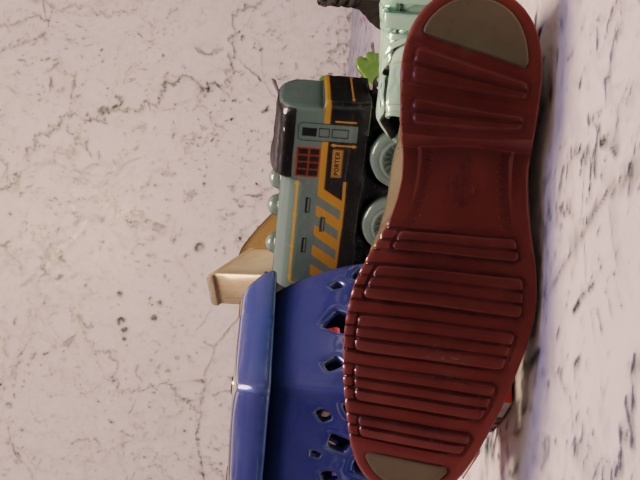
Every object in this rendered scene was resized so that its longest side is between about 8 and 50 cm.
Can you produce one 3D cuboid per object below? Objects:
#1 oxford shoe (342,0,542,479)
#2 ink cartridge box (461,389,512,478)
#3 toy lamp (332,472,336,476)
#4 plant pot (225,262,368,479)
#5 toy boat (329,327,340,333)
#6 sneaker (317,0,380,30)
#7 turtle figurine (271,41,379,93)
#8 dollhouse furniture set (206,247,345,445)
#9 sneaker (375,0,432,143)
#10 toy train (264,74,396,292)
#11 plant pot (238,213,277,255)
[{"bbox_3d":[0.096,0.006,0.799,0.130,0.123,0.348,28,-106,-82],"label":"oxford shoe"},{"bbox_3d":[0.121,0.112,0.821,0.063,0.029,0.115,100,173,-60],"label":"ink cartridge box"},{"bbox_3d":[0.040,0.315,1.759,0.275,0.080,0.080,-93,8,-72],"label":"toy lamp"},{"bbox_3d":[0.006,0.174,1.258,0.236,0.212,0.236,-89,4,-53],"label":"plant pot"},{"bbox_3d":[-0.004,0.187,1.921,0.151,0.151,0.231,-111,20,-44],"label":"toy boat"},{"bbox_3d":[0.063,-0.405,1.790,0.296,0.146,0.105,121,152,-87],"label":"sneaker"},{"bbox_3d":[0.021,-0.260,1.934,0.266,0.197,0.275,122,149,-77],"label":"turtle figurine"},{"bbox_3d":[-0.022,0.189,1.601,0.303,0.173,0.356,-36,-59,-54],"label":"dollhouse furniture set"},{"bbox_3d":[0.100,-0.202,1.093,0.256,0.094,0.151,81,-164,-56],"label":"sneaker"},{"bbox_3d":[0.030,-0.046,1.346,0.142,0.190,0.334,-89,4,-61],"label":"toy train"},{"bbox_3d":[0.000,0.000,1.991,0.254,0.237,0.237,122,157,-49],"label":"plant pot"}]
